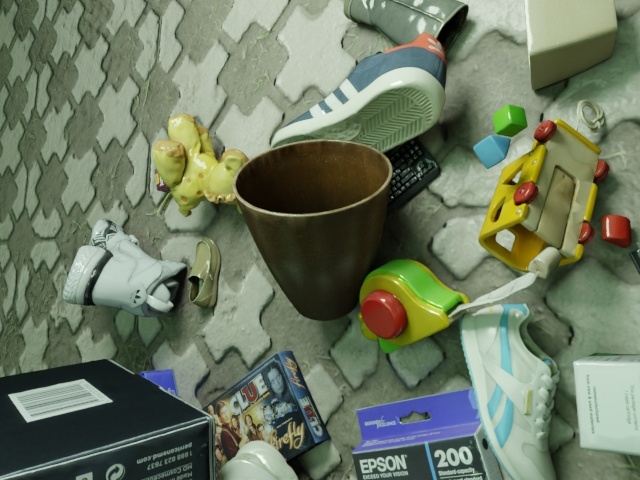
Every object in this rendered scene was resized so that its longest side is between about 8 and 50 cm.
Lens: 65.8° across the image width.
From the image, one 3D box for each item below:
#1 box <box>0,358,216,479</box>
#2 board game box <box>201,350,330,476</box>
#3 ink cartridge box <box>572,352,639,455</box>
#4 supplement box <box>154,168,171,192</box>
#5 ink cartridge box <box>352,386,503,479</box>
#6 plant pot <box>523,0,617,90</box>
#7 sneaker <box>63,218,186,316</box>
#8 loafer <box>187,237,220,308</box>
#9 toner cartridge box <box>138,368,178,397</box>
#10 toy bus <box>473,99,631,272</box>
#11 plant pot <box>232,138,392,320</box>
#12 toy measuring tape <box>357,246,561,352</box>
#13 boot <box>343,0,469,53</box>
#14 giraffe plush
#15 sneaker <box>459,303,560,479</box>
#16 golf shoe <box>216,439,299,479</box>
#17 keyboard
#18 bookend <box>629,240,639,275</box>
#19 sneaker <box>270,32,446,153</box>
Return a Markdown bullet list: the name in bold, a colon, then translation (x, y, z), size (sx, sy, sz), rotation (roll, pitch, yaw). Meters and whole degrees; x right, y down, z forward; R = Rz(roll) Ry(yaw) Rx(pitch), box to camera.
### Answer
- **box**: translation (-0.399, 0.481, 0.780), size (0.480, 0.298, 0.471), rotation (-1, 92, 50)
- **board game box**: translation (-0.112, 0.329, 0.884), size (0.243, 0.042, 0.165), rotation (-41, 62, 25)
- **ink cartridge box**: translation (0.374, 0.157, 0.477), size (0.209, 0.153, 0.086), rotation (-7, 78, 35)
- **supplement box**: translation (-0.329, -0.148, 1.113), size (0.083, 0.043, 0.054), rotation (-23, 72, 33)
- **ink cartridge box**: translation (0.145, 0.329, 0.692), size (0.206, 0.045, 0.208), rotation (-25, 68, 32)
- **plant pot**: translation (0.310, -0.268, 0.619), size (0.096, 0.109, 0.109), rotation (-6, 80, 24)
- **sneaker**: translation (-0.423, 0.065, 1.103), size (0.137, 0.210, 0.366), rotation (-67, 19, 9)
- **loafer**: translation (-0.240, 0.066, 1.011), size (0.056, 0.050, 0.147), rotation (-11, 77, 35)
- **toner cartridge box**: translation (-0.345, 0.461, 1.021), size (0.165, 0.075, 0.347), rotation (-33, 65, 31)
- **toy bus**: translation (0.269, -0.061, 0.610), size (0.104, 0.202, 0.190), rotation (-37, 67, 62)
- **plant pot**: translation (0.000, 0.000, 0.735), size (0.215, 0.215, 0.230), rotation (25, 136, 37)
- **toy measuring tape**: translation (0.143, 0.057, 0.650), size (0.330, 0.122, 0.121), rotation (-43, 58, 50)
- **boot**: translation (0.143, -0.394, 0.774), size (0.208, 0.076, 0.189), rotation (45, 125, 39)
- **giraffe plush**: translation (-0.209, -0.131, 0.963), size (0.171, 0.181, 0.210), rotation (4, 75, 16)
- **sneaker**: translation (0.247, 0.190, 0.608), size (0.092, 0.087, 0.228), rotation (-23, 72, 31)
- **golf shoe**: translation (-0.048, 0.451, 0.738), size (0.306, 0.140, 0.115), rotation (40, 110, 19)
- **keyboard**: translation (0.096, -0.096, 0.801), size (0.180, 0.023, 0.108), rotation (-40, 62, 25)
- **bookend**: translation (0.392, 0.007, 0.480), size (0.156, 0.157, 0.072), rotation (-28, 68, 30)
- **sneaker**: translation (0.058, -0.207, 0.792), size (0.350, 0.131, 0.148), rotation (-13, 49, 47)
